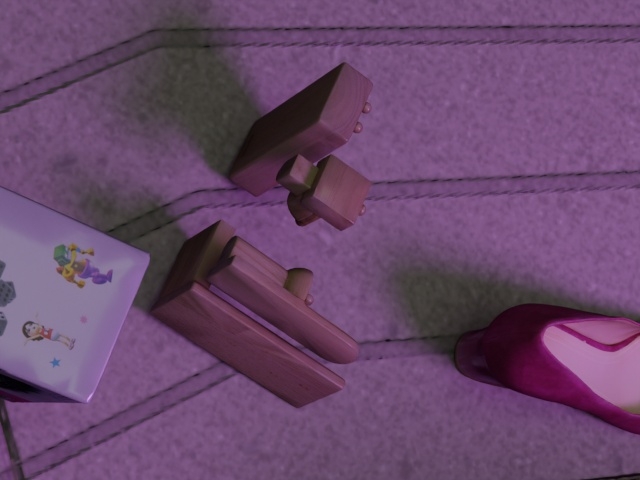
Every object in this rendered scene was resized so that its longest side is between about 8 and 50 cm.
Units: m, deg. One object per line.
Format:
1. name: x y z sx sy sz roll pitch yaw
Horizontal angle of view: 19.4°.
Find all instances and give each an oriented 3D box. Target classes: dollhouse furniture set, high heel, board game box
1. dollhouse furniture set: 0.000 0.000 1.209 0.123 0.144 0.151 35 57 -19
2. high heel: 0.221 0.084 1.284 0.244 0.117 0.082 14 77 -19
3. board game box: -0.273 -0.005 1.043 0.303 0.224 0.098 25 77 -17
